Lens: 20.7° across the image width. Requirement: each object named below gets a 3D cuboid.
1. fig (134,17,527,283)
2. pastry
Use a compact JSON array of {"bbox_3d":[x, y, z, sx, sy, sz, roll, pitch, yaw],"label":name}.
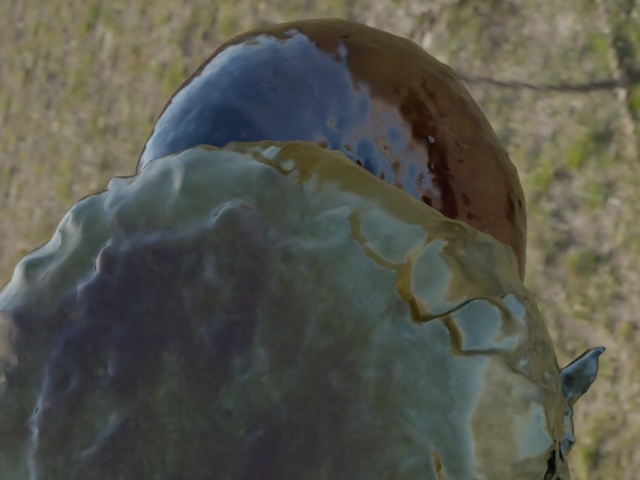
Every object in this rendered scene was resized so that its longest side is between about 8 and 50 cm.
[{"bbox_3d":[-0.001,-0.006,1.003,0.214,0.235,0.235,-164,85,-68],"label":"fig"},{"bbox_3d":[-0.026,0.086,0.647,0.257,0.121,0.236,-4,75,25],"label":"pastry"}]
